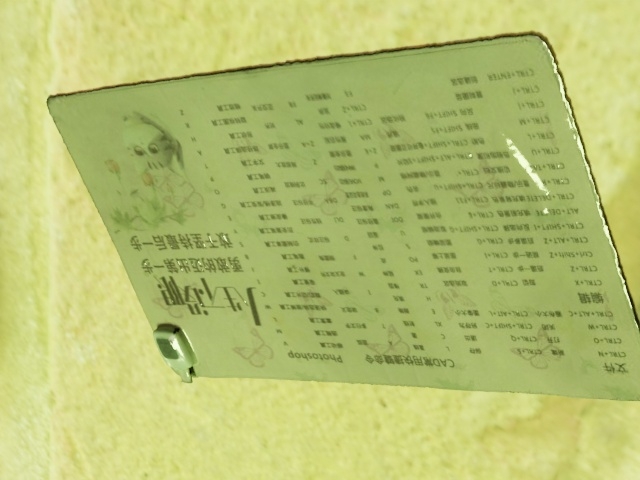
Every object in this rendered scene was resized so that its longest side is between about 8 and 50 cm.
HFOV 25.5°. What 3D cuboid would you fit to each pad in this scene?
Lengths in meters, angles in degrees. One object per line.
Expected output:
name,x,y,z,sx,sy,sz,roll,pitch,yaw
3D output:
pad,0.000,0.000,0.593,0.265,0.009,0.159,-2,121,39
